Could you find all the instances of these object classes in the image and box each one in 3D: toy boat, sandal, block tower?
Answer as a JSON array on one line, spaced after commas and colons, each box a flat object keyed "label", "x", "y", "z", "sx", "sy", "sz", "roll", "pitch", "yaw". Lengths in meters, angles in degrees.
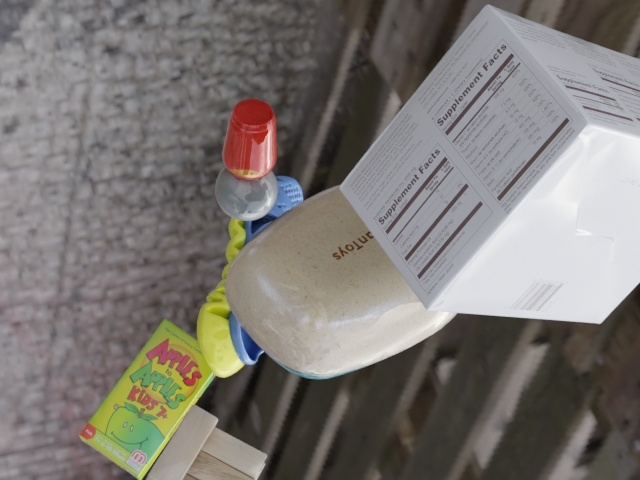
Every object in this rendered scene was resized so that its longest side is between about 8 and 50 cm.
[{"label": "toy boat", "x": 0.000, "y": 0.000, "z": 1.476, "sx": 0.268, "sy": 0.318, "sz": 0.148, "roll": -25, "pitch": 146, "yaw": -27}, {"label": "sandal", "x": -0.052, "y": 0.041, "z": 1.847, "sx": 0.138, "sy": 0.317, "sz": 0.126, "roll": -6, "pitch": 135, "yaw": 17}, {"label": "block tower", "x": -0.145, "y": 0.294, "z": 1.498, "sx": 0.097, "sy": 0.091, "sz": 0.335, "roll": 28, "pitch": 144, "yaw": 2}]

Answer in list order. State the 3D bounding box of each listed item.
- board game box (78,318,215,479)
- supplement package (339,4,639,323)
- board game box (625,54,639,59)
[{"label": "board game box", "x": -0.211, "y": 0.199, "z": 1.854, "sx": 0.181, "sy": 0.092, "sz": 0.043, "roll": -55, "pitch": 173, "yaw": -15}, {"label": "supplement package", "x": 0.189, "y": -0.053, "z": 1.237, "sx": 0.262, "sy": 0.145, "sz": 0.204, "roll": 8, "pitch": 130, "yaw": -48}, {"label": "board game box", "x": 0.311, "y": -0.098, "z": 1.437, "sx": 0.048, "sy": 0.170, "sz": 0.141, "roll": 14, "pitch": 104, "yaw": -6}]
